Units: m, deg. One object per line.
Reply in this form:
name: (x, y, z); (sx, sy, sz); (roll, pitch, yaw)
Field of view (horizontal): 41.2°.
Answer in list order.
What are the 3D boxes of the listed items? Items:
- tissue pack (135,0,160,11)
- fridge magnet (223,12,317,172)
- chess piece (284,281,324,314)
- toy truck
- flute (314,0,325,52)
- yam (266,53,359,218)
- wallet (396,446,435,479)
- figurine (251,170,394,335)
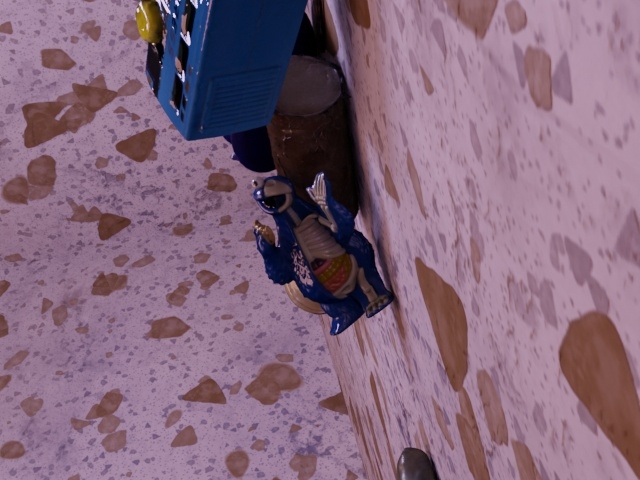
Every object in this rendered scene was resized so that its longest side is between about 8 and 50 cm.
tissue pack: (-0.236, -0.510, 1.410); (0.357, 0.194, 0.266); (18, -134, -45)
fridge magnet: (-0.078, -0.235, 1.300); (0.265, 0.113, 0.265); (14, -90, -70)
chess piece: (0.011, 0.067, 1.673); (0.261, 0.143, 0.142); (137, 119, -77)
toy truck: (-0.101, -0.297, 0.978); (0.162, 0.161, 0.385); (57, 147, 27)
flute: (-0.006, -0.345, 1.146); (0.269, 0.014, 0.014); (82, 172, -61)
yam: (-0.011, -0.126, 1.233); (0.279, 0.131, 0.131); (79, 175, -49)
wallet: (0.167, 0.504, 1.281); (0.252, 0.083, 0.360); (-101, 0, -46)
figurine: (-0.003, 0.007, 1.212); (0.262, 0.164, 0.120); (63, -151, -18)
